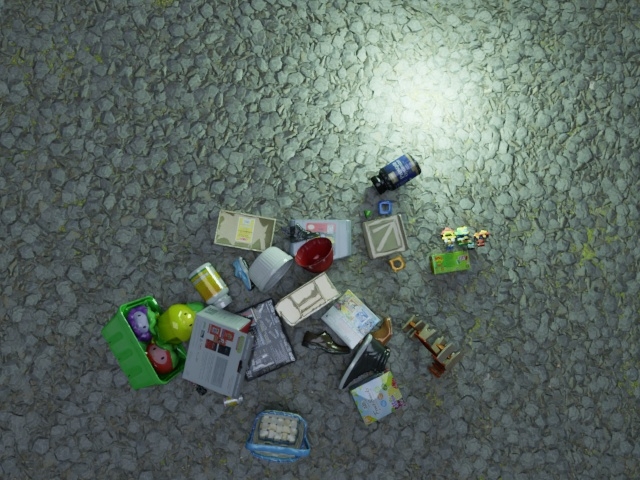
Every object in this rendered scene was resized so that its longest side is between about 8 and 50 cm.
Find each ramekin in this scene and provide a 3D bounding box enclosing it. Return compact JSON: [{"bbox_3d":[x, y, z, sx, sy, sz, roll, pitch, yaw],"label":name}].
[{"bbox_3d":[-0.229,0.123,1.858,0.109,0.207,0.207,40,83,9],"label":"ramekin"}]

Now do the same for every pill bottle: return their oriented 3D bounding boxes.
[{"bbox_3d":[0.356,-0.313,1.975,0.219,0.123,0.123,-31,88,6],"label":"pill bottle"},{"bbox_3d":[-0.390,0.715,1.867,0.083,0.043,0.043,-12,86,-6],"label":"pill bottle"},{"bbox_3d":[-0.488,0.214,1.867,0.117,0.117,0.208,-37,89,-7],"label":"pill bottle"}]

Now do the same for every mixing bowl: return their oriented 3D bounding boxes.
[{"bbox_3d":[-0.012,0.080,1.861,0.181,0.181,0.098,-35,126,-7],"label":"mixing bowl"}]

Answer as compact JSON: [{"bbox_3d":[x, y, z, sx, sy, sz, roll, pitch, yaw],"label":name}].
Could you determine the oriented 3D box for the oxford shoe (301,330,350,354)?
[{"bbox_3d":[0.034,0.466,1.909,0.227,0.083,0.096,17,79,-4],"label":"oxford shoe"}]

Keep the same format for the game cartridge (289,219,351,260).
[{"bbox_3d":[0.000,0.000,1.962,0.294,0.060,0.196,0,89,-5],"label":"game cartridge"}]

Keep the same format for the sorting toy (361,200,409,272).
[{"bbox_3d":[0.308,-0.016,1.994,0.196,0.047,0.347,-14,86,-2],"label":"sorting toy"}]

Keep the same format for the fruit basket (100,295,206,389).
[{"bbox_3d":[-0.672,0.398,1.778,0.392,0.283,0.392,1,94,10],"label":"fruit basket"}]

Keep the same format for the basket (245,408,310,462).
[{"bbox_3d":[-0.172,0.830,1.752,0.255,0.289,0.201,10,79,-1],"label":"basket"}]

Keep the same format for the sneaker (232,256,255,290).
[{"bbox_3d":[-0.357,0.160,1.922,0.073,0.063,0.162,-26,83,11],"label":"sneaker"}]

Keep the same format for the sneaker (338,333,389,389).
[{"bbox_3d":[0.201,0.580,1.872,0.147,0.104,0.295,32,100,4],"label":"sneaker"}]

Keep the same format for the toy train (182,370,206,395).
[{"bbox_3d":[-0.572,0.633,1.869,0.036,0.027,0.158,-40,90,4],"label":"toy train"}]

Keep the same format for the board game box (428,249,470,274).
[{"bbox_3d":[0.624,0.106,2.009,0.181,0.043,0.092,-8,85,-6],"label":"board game box"}]

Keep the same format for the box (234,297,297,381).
[{"bbox_3d":[-0.273,0.447,1.885,0.242,0.076,0.307,-23,87,-6],"label":"box"}]

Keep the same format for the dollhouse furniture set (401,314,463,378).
[{"bbox_3d":[0.503,0.500,1.872,0.135,0.262,0.259,-45,121,-5],"label":"dollhouse furniture set"}]

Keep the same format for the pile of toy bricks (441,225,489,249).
[{"bbox_3d":[0.691,-0.025,2.010,0.212,0.118,0.105,-8,57,10],"label":"pile of toy bricks"}]

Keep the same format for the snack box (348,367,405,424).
[{"bbox_3d":[0.259,0.716,1.911,0.207,0.070,0.174,-25,88,-5],"label":"snack box"}]

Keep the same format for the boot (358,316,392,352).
[{"bbox_3d":[0.252,0.447,1.935,0.152,0.073,0.197,5,82,0],"label":"boot"}]

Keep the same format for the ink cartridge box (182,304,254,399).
[{"bbox_3d":[-0.412,0.474,1.771,0.272,0.130,0.309,19,103,11],"label":"ink cartridge box"}]

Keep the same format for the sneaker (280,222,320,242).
[{"bbox_3d":[-0.092,-0.043,1.906,0.170,0.051,0.089,-14,91,-2],"label":"sneaker"}]

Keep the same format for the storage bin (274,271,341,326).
[{"bbox_3d":[-0.064,0.258,1.827,0.260,0.262,0.123,-32,87,-7],"label":"storage bin"}]

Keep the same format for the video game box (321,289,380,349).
[{"bbox_3d":[0.138,0.364,1.921,0.187,0.048,0.205,-45,75,-5],"label":"video game box"}]

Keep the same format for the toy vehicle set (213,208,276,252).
[{"bbox_3d":[-0.351,-0.042,1.942,0.267,0.035,0.166,10,84,-4],"label":"toy vehicle set"}]
